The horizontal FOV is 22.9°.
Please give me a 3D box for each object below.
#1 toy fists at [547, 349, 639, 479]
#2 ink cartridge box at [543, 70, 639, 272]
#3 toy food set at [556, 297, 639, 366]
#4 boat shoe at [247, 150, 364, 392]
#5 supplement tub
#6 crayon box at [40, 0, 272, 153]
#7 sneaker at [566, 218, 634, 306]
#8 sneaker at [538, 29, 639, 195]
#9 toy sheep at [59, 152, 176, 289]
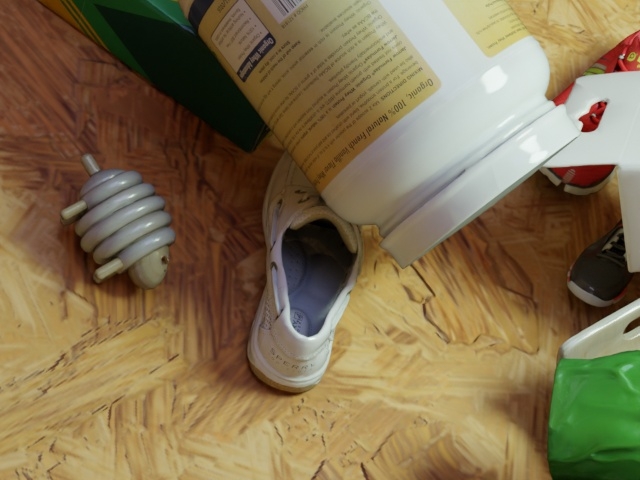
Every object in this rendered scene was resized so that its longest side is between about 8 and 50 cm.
[{"bbox_3d":[0.253,0.218,1.255,0.142,0.096,0.279,0,60,22],"label":"toy fists"},{"bbox_3d":[0.396,-0.068,1.449,0.353,0.119,0.207,1,31,23],"label":"ink cartridge box"},{"bbox_3d":[0.381,0.163,1.365,0.219,0.092,0.306,-27,66,-22],"label":"toy food set"},{"bbox_3d":[0.000,0.000,1.420,0.098,0.096,0.277,14,53,-12],"label":"boat shoe"},{"bbox_3d":[0.052,-0.156,1.351,0.228,0.228,0.316,-34,85,-36],"label":"supplement tub"},{"bbox_3d":[-0.082,-0.305,1.591,0.313,0.106,0.363,37,53,5],"label":"crayon box"},{"bbox_3d":[0.296,0.004,1.550,0.061,0.065,0.158,33,47,18],"label":"sneaker"},{"bbox_3d":[0.307,-0.156,1.637,0.107,0.118,0.279,37,52,7],"label":"sneaker"},{"bbox_3d":[-0.175,-0.017,1.370,0.091,0.091,0.132,-30,90,-35],"label":"toy sheep"}]
